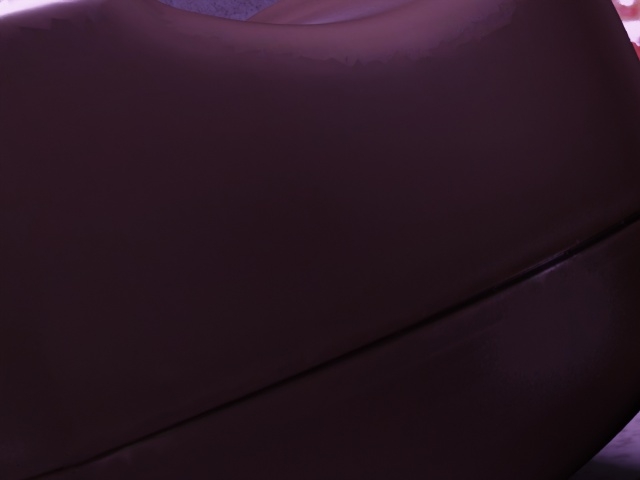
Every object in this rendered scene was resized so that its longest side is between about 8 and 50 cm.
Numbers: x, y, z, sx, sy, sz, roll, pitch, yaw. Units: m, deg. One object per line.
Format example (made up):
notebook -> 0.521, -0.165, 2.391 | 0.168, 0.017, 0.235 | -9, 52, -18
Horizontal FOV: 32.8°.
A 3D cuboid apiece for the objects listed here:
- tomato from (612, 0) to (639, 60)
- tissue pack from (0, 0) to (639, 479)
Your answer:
tomato -> 0.292, -0.085, 0.775 | 0.342, 0.272, 0.341 | -12, 8, 2
tissue pack -> -0.024, 0.027, 0.477 | 0.387, 0.276, 0.267 | -22, 6, -40
